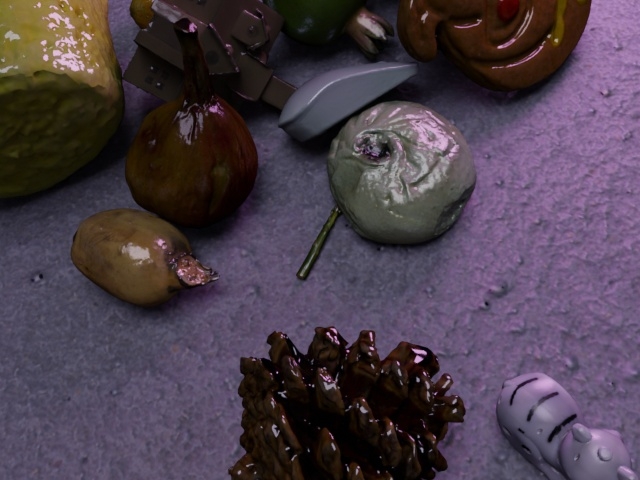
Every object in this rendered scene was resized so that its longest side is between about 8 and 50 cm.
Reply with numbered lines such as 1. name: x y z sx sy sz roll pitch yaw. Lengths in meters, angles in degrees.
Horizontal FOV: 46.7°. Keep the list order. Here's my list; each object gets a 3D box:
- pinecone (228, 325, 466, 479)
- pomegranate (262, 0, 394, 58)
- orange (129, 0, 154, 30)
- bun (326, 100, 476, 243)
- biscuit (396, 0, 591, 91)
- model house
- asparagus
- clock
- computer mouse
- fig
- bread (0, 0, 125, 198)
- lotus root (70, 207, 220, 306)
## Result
1. pinecone: 0.024 0.208 0.818 0.257 0.243 0.243 2 50 -41
2. pomegranate: 0.018 -0.382 1.182 0.225 0.187 0.187 39 71 0
3. orange: -0.282 -0.398 1.275 0.095 0.085 0.085 0 61 6
4. bun: 0.112 -0.103 1.036 0.221 0.108 0.221 -3 61 6
5. biscuit: 0.237 -0.396 1.056 0.350 0.394 0.070 -54 24 -12
6. model house: -0.144 -0.266 1.114 0.243 0.204 0.211 27 101 -11
7. asparagus: 0.000 0.000 1.049 0.015 0.018 0.127 31 68 -5
8. clock: 0.273 0.217 0.830 0.080 0.117 0.176 -39 62 -14
9. computer mouse: 0.039 -0.223 1.102 0.231 0.128 0.079 -30 101 -11
10. fig: -0.180 -0.133 0.995 0.190 0.290 0.191 1 66 -2
11. bread: -0.458 -0.256 1.079 0.348 0.348 0.308 -24 64 -5
12. lotus root: -0.245 0.025 1.018 0.221 0.118 0.125 20 83 21
